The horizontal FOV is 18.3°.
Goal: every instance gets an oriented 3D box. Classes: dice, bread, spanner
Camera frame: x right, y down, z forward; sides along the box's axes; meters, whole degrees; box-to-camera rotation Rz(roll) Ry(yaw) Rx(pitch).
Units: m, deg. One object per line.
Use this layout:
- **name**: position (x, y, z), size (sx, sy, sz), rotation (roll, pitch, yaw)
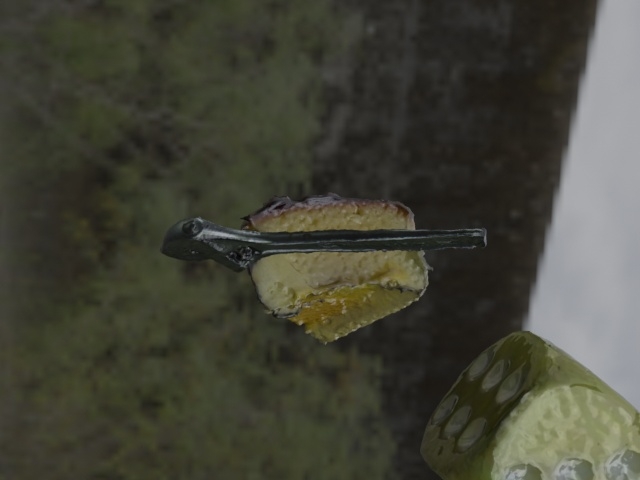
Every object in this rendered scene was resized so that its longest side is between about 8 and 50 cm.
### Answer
- **dice**: position (0.212, 0.198, 1.891), size (0.166, 0.169, 0.169), rotation (-52, -166, -3)
- **bread**: position (0.004, 0.020, 2.071), size (0.169, 0.160, 0.140), rotation (-27, -119, 32)
- **spanner**: position (0.000, 0.000, 1.880), size (0.093, 0.325, 0.026), rotation (53, 38, -59)
